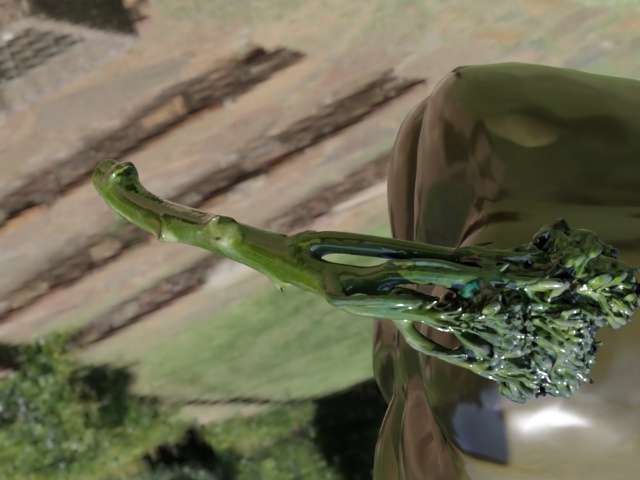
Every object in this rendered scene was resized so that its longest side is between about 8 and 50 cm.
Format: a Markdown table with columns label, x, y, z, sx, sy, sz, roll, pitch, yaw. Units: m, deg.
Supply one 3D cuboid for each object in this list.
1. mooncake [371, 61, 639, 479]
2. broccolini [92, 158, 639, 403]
| label | x | y | z | sx | sy | sz | roll | pitch | yaw |
| --- | --- | --- | --- | --- | --- | --- | --- | --- | --- |
| mooncake | 0.182 | 0.087 | 1.126 | 0.262 | 0.467 | 0.467 | 4 | 167 | -7 |
| broccolini | -0.003 | 0.000 | 0.406 | 0.194 | 0.054 | 0.052 | 19 | -171 | 30 |
